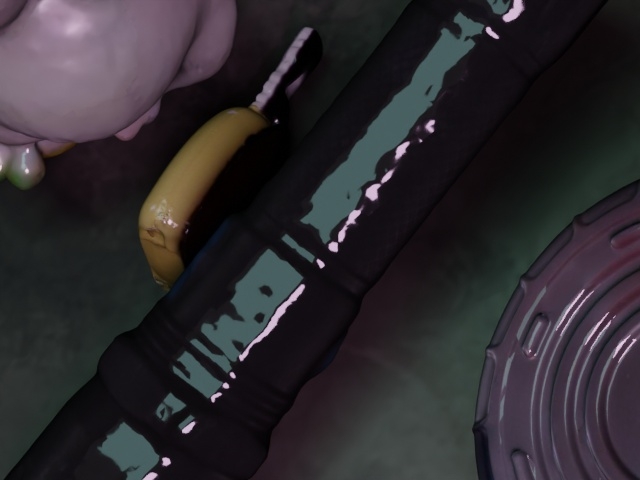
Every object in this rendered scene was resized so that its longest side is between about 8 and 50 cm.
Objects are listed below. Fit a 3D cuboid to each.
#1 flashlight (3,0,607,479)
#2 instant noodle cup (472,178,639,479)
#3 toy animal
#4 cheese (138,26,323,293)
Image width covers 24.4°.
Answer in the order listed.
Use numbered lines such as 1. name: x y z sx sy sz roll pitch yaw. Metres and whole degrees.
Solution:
1. flashlight: 0.000 0.000 0.713 0.103 0.103 0.424 40 92 30
2. instant noodle cup: 0.172 0.078 0.546 0.258 0.182 0.302 -43 50 19
3. toy animal: -0.138 -0.164 0.783 0.183 0.247 0.310 -5 41 -10
4. cheese: -0.041 -0.049 0.786 0.036 0.086 0.162 22 64 21
